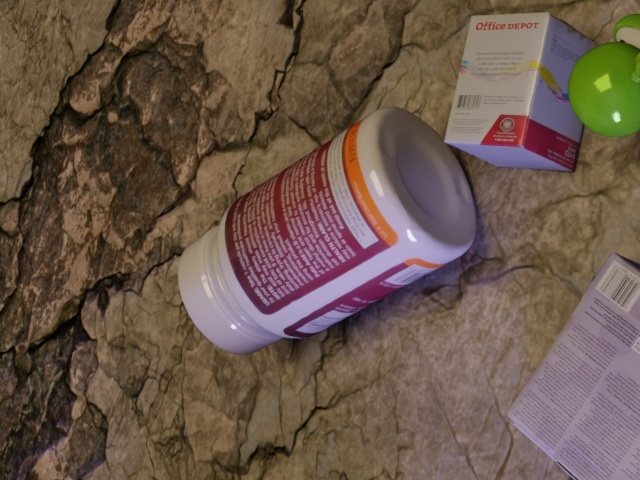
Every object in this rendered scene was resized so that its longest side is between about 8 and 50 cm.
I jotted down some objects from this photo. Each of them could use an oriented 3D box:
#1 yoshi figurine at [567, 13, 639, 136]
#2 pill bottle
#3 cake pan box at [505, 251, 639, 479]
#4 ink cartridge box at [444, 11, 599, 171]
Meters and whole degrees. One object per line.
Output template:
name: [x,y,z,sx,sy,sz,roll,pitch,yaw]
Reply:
yoshi figurine: [0.414,-0.126,1.415,0.203,0.203,0.362,-59,44,22]
pill bottle: [0.000,0.000,1.737,0.392,0.224,0.224,-30,59,33]
cake pan box: [0.369,0.178,1.449,0.267,0.070,0.246,40,103,42]
ink cartridge box: [0.260,-0.191,1.615,0.128,0.127,0.176,9,84,45]
